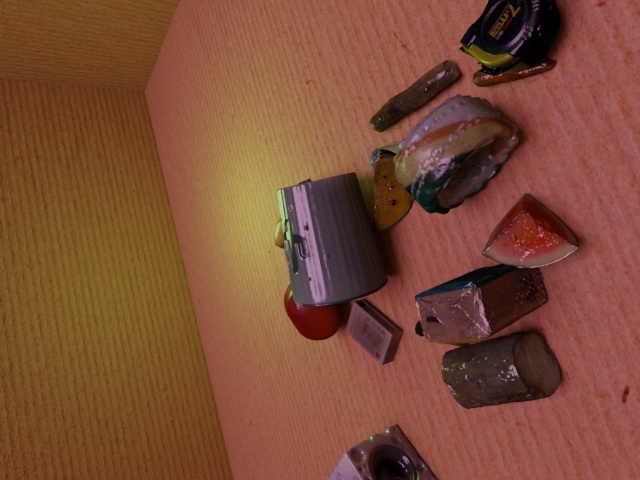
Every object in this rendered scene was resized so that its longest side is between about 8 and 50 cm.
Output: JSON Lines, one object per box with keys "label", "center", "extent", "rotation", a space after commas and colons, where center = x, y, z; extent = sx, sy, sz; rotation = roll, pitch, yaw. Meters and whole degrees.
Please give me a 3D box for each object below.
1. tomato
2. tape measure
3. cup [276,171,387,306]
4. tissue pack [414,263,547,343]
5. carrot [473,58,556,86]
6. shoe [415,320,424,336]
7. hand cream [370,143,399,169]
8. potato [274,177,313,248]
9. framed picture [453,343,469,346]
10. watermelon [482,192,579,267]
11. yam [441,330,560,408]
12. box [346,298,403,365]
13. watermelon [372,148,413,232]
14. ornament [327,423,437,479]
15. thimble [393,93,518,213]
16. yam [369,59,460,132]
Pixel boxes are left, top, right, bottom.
{"label": "tomato", "center": [-0.036, 0.256, 1.631], "extent": [0.260, 0.179, 0.260], "rotation": [56, 171, 14]}
{"label": "tape measure", "center": [0.429, -0.462, 0.957], "extent": [0.199, 0.112, 0.186], "rotation": [-59, 40, 35]}
{"label": "cup", "center": [-0.009, 0.005, 1.409], "extent": [0.400, 0.310, 0.393], "rotation": [-9, 98, 28]}
{"label": "tissue pack", "center": [0.383, 0.144, 1.024], "extent": [0.192, 0.270, 0.134], "rotation": [-26, 80, 53]}
{"label": "carrot", "center": [0.452, -0.400, 1.017], "extent": [0.191, 0.047, 0.047], "rotation": [8, 103, 50]}
{"label": "shoe", "center": [0.357, 0.234, 1.251], "extent": [0.179, 0.049, 0.071], "rotation": [-40, 28, 37]}
{"label": "hand cream", "center": [0.229, -0.259, 1.337], "extent": [0.174, 0.045, 0.095], "rotation": [2, 97, 46]}
{"label": "potato", "center": [-0.081, -0.096, 1.666], "extent": [0.140, 0.172, 0.301], "rotation": [43, 122, 32]}
{"label": "framed picture", "center": [0.392, 0.274, 1.251], "extent": [0.089, 0.006, 0.066], "rotation": [-4, 93, 53]}
{"label": "watermelon", "center": [0.485, -0.010, 0.975], "extent": [0.145, 0.193, 0.137], "rotation": [35, 171, 11]}
{"label": "yam", "center": [0.437, 0.332, 1.085], "extent": [0.268, 0.161, 0.161], "rotation": [-35, 69, 47]}
{"label": "box", "center": [0.182, 0.314, 1.492], "extent": [0.201, 0.058, 0.141], "rotation": [37, 124, 44]}
{"label": "watermelon", "center": [0.210, -0.158, 1.294], "extent": [0.123, 0.129, 0.301], "rotation": [38, 151, 33]}
{"label": "ornament", "center": [0.197, 0.809, 1.414], "extent": [0.239, 0.239, 0.240], "rotation": [50, 133, 36]}
{"label": "thimble", "center": [0.326, -0.210, 1.051], "extent": [0.288, 0.254, 0.167], "rotation": [-43, 62, 17]}
{"label": "yam", "center": [0.261, -0.410, 1.247], "extent": [0.317, 0.067, 0.071], "rotation": [-27, 47, 52]}
